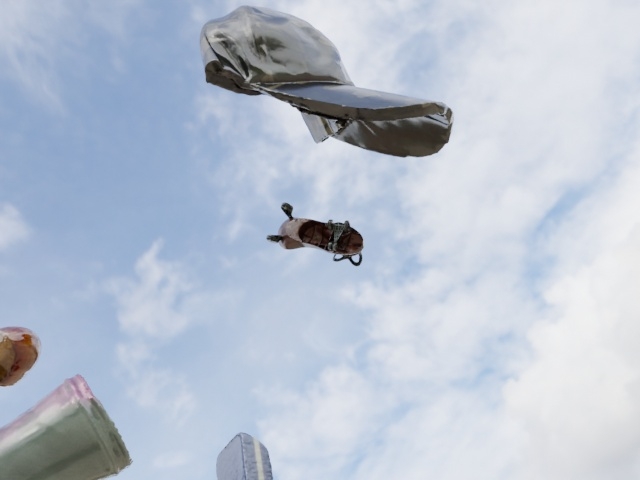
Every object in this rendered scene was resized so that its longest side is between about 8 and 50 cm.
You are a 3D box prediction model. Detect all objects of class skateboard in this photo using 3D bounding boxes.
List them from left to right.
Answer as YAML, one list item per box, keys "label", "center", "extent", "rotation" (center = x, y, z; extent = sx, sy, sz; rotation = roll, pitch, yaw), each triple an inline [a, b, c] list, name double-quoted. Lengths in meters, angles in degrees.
- label: "skateboard"
  center: [0.000, 0.000, 1.167]
  extent: [0.067, 0.151, 0.080]
  rotation: [-66, -28, -21]

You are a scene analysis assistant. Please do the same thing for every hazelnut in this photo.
- label: "hazelnut"
  center: [-0.430, 0.159, 1.074]
  extent: [0.086, 0.086, 0.086]
  rotation: [-19, -45, -20]

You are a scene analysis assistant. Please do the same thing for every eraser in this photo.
- label: "eraser"
  center: [-0.078, 0.329, 0.854]
  extent: [0.036, 0.225, 0.082]
  rotation: [12, -46, -27]

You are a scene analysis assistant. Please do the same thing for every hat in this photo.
- label: "hat"
  center: [0.024, -0.272, 1.268]
  extent: [0.382, 0.257, 0.366]
  rotation: [-4, -7, 23]

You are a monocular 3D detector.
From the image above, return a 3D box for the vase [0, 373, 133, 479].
- label: "vase"
  center: [-0.195, 0.138, 0.355]
  extent: [0.214, 0.086, 0.086]
  rotation: [-29, -41, -25]
